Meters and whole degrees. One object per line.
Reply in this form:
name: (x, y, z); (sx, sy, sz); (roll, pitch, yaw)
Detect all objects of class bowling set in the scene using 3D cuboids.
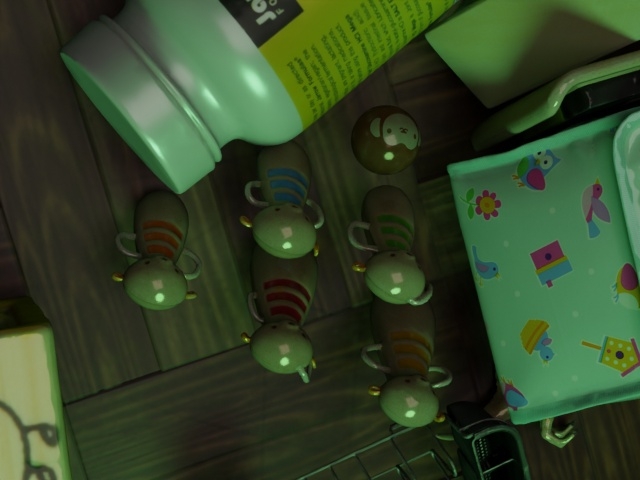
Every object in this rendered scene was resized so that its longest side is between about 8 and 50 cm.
bowling set: (0.000, 0.000, 1.354); (0.287, 0.154, 0.200); (18, 124, -13)

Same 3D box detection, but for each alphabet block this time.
alphabet block: (-0.285, 0.158, 1.313); (0.192, 0.193, 0.197); (-9, 97, -15)

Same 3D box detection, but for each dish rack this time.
dish rack: (0.041, 0.256, 1.431); (0.271, 0.074, 0.208); (-23, 122, -11)

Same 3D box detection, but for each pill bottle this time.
pill bottle: (-0.025, -0.194, 1.348); (0.334, 0.188, 0.188); (-41, 103, -8)

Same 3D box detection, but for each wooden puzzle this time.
wooden puzzle: (0.253, -0.127, 1.407); (0.239, 0.221, 0.044); (-22, 89, -12)

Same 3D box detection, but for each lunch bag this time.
lunch bag: (0.255, 0.009, 1.374); (0.160, 0.262, 0.223); (-6, 82, -57)

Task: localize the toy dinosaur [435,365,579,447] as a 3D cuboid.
toy dinosaur: (0.180, 0.131, 1.509); (0.183, 0.053, 0.092); (-43, 88, -15)

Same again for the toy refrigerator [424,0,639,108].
toy refrigerator: (0.201, -0.200, 1.354); (0.094, 0.269, 0.102); (47, 59, -13)
